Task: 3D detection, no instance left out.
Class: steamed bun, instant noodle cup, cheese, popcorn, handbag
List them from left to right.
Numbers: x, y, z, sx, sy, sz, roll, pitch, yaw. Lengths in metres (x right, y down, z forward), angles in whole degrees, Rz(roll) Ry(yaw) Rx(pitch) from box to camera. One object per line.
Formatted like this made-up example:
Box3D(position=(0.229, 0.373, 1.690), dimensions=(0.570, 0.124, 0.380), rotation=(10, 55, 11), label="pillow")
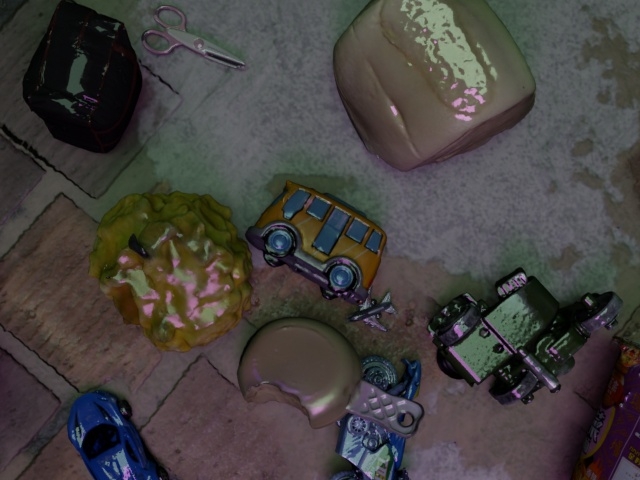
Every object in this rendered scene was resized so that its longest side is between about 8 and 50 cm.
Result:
Box3D(position=(-0.347, -0.238, 1.035), dimensions=(0.155, 0.215, 0.169), rotation=(21, 81, -9), label="handbag")
Box3D(position=(-0.214, 0.042, 1.017), dimensions=(0.250, 0.225, 0.249), rotation=(0, 92, -3), label="popcorn")
Box3D(position=(0.015, 0.213, 1.026), dimensions=(0.287, 0.082, 0.163), rotation=(22, 64, 27), label="cheese")
Box3D(position=(0.151, -0.245, 1.049), dimensions=(0.272, 0.273, 0.290), rotation=(-42, 85, 13), label="steamed bun")
Box3D(position=(0.513, 0.326, 0.988), dimensions=(0.340, 0.340, 0.265), rotation=(27, 97, 0), label="instant noodle cup")

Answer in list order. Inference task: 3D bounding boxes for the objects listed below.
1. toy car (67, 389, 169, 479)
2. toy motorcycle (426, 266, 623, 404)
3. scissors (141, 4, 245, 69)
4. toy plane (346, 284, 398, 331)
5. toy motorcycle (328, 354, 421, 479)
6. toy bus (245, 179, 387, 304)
Box3D(position=(-0.317, 0.335, 1.077), dimensions=(0.103, 0.063, 0.216), rotation=(-30, 88, -2), label="toy car")
Box3D(position=(0.309, 0.134, 1.081), dimensions=(0.275, 0.127, 0.205), rotation=(-43, 88, 4), label="toy motorcycle")
Box3D(position=(-0.202, -0.319, 1.135), dimensions=(0.176, 0.022, 0.085), rotation=(25, 83, 3), label="scissors")
Box3D(position=(0.080, 0.114, 1.115), dimensions=(0.083, 0.031, 0.078), rotation=(-20, 88, -3), label="toy plane")
Box3D(position=(0.093, 0.303, 1.079), dimensions=(0.136, 0.092, 0.254), rotation=(16, 77, -9), label="toy motorcycle")
Box3D(position=(0.000, 0.000, 1.075), dimensions=(0.210, 0.126, 0.136), rotation=(29, 78, 1), label="toy bus")
